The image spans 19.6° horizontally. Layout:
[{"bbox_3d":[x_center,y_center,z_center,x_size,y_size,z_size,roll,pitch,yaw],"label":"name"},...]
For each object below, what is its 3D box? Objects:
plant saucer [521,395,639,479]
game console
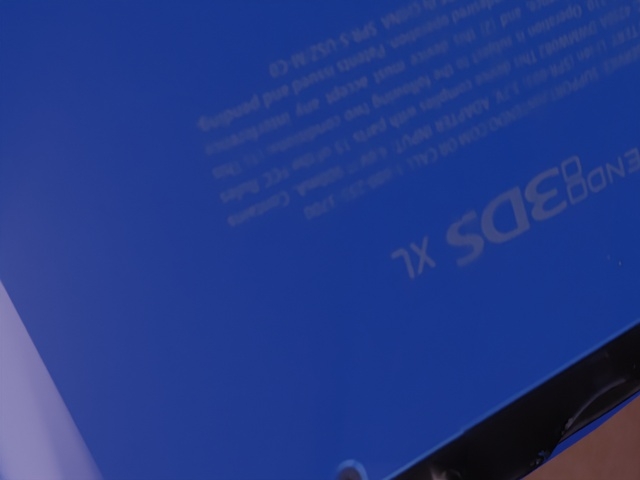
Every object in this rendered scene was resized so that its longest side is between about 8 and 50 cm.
[{"bbox_3d":[0.054,0.076,0.637,0.278,0.041,0.277,-15,114,-38],"label":"plant saucer"},{"bbox_3d":[0.000,0.000,0.458,0.293,0.173,0.250,-27,106,-35],"label":"game console"}]
